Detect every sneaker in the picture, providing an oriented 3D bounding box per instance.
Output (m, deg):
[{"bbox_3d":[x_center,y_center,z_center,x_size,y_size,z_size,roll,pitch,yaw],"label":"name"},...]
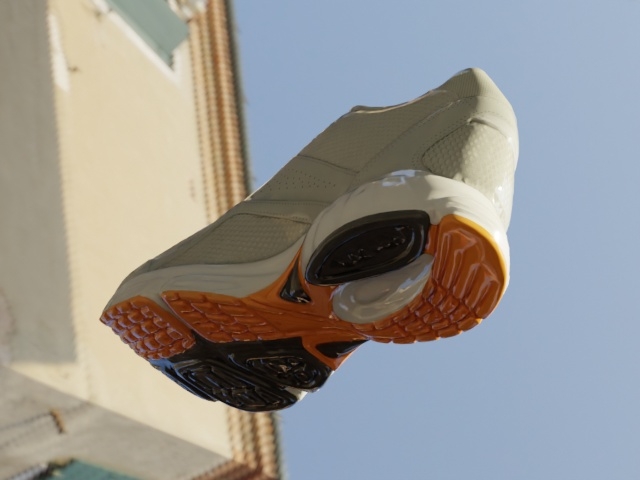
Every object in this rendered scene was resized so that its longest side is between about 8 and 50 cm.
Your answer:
[{"bbox_3d":[0.000,0.000,0.785,0.262,0.099,0.121,-19,-143,43],"label":"sneaker"}]
